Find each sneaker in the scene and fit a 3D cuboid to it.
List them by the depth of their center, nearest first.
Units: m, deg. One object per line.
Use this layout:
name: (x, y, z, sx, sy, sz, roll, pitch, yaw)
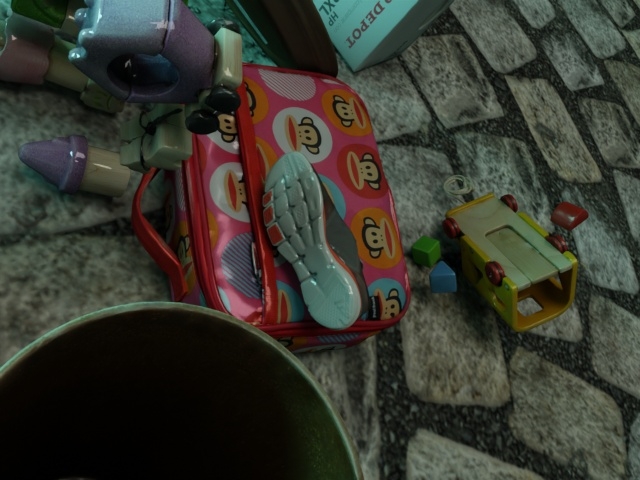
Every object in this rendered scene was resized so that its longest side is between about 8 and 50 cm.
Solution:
sneaker: (0.000, 0.000, 0.548, 0.064, 0.061, 0.158, -3, 72, -60)

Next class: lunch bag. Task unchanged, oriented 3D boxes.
lunch bag: (-0.057, -0.034, 0.631, 0.258, 0.120, 0.293, 1, 66, -31)

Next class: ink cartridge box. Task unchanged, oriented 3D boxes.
ink cartridge box: (0.052, -0.426, 0.859, 0.129, 0.223, 0.308, -34, 87, -42)

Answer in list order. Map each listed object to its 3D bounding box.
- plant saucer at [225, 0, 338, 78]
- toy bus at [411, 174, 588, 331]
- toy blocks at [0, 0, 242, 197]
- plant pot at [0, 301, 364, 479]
plant saucer: (-0.078, -0.283, 0.697, 0.041, 0.278, 0.278, -39, 90, -1)
toy bus: (0.229, 0.023, 0.808, 0.202, 0.190, 0.105, -57, 146, -41)
toy blocks: (-0.236, -0.205, 0.484, 0.259, 0.288, 0.309, 13, 61, -34)
plant pot: (-0.123, 0.179, 0.375, 0.215, 0.230, 0.216, 17, 55, -27)
